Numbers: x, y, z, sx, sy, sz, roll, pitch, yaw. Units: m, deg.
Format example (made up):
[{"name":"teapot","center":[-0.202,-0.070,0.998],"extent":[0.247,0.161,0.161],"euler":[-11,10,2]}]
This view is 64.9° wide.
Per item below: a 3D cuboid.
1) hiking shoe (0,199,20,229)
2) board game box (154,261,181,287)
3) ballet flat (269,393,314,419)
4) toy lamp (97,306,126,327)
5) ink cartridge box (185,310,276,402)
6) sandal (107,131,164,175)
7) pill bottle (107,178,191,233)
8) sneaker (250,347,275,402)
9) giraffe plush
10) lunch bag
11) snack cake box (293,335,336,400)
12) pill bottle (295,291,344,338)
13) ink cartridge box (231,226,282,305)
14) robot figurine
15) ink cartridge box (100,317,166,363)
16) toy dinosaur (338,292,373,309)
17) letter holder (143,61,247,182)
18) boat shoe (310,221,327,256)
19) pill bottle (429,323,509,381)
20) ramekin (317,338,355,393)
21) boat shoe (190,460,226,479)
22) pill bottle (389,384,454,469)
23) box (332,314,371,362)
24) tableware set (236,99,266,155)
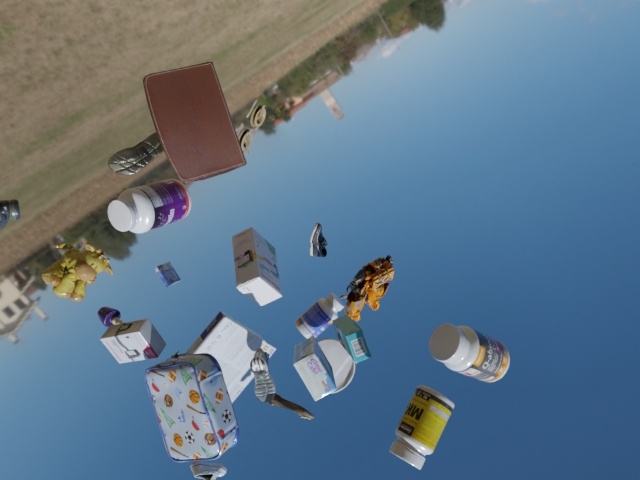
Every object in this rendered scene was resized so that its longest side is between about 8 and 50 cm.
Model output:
[{"name":"hiking shoe","center":[-1.007,-0.082,1.521],"extent":[0.227,0.086,0.114],"euler":[-16,170,36]},{"name":"board game box","center":[-0.601,0.133,1.981],"extent":[0.020,0.090,0.090],"euler":[-31,-178,18]},{"name":"ballet flat","center":[-0.142,0.775,2.326],"extent":[0.250,0.084,0.058],"euler":[19,-116,22]},{"name":"toy lamp","center":[-0.751,0.333,1.929],"extent":[0.274,0.080,0.080],"euler":[23,-129,26]},{"name":"ink cartridge box","center":[-0.404,0.505,2.144],"extent":[0.324,0.330,0.071],"euler":[-50,-142,-3]},{"name":"sandal","center":[-0.611,-0.296,1.701],"extent":[0.219,0.090,0.060],"euler":[-40,-155,-12]},{"name":"pill bottle","center":[-0.686,-0.136,2.033],"extent":[0.181,0.181,0.323],"euler":[-25,-176,32]},{"name":"sneaker","center":[-0.227,0.535,2.048],"extent":[0.086,0.229,0.132],"euler":[-5,-155,3]},{"name":"giraffe plush","center":[-0.804,0.092,1.715],"extent":[0.170,0.181,0.210],"euler":[-8,-116,28]},{"name":"lunch bag","center":[-0.371,0.464,1.424],"extent":[0.243,0.303,0.115],"euler":[-16,179,31]},{"name":"snack cake box","center":[-0.023,0.456,1.828],"extent":[0.089,0.152,0.264],"euler":[-29,-177,-1]},{"name":"pill bottle","center":[0.002,0.424,2.846],"extent":[0.272,0.152,0.152],"euler":[-42,-164,7]},{"name":"ink cartridge box","center":[-0.278,0.116,2.203],"extent":[0.117,0.201,0.278],"euler":[-25,-129,15]},{"name":"robot figurine","center":[0.188,0.176,1.884],"extent":[0.211,0.085,0.291],"euler":[-26,150,-30]},{"name":"ink cartridge box","center":[-0.555,0.300,1.492],"extent":[0.150,0.109,0.063],"euler":[-14,-151,21]},{"name":"toy dinosaur","center":[0.180,0.279,2.423],"extent":[0.092,0.183,0.053],"euler":[106,1,-67]},{"name":"letter holder","center":[-0.378,-0.323,1.444],"extent":[0.214,0.302,0.152],"euler":[-23,-170,-27]},{"name":"boat shoe","center":[0.000,0.000,1.883],"extent":[0.206,0.065,0.075],"euler":[95,14,-59]},{"name":"pill bottle","center":[0.523,0.393,1.773],"extent":[0.162,0.278,0.162],"euler":[-33,-136,40]},{"name":"ramekin","center":[0.033,0.631,2.564],"extent":[0.273,0.273,0.127],"euler":[-39,-177,-11]},{"name":"boat shoe","center":[-0.508,1.058,2.285],"extent":[0.083,0.226,0.076],"euler":[-34,-132,15]},{"name":"pill bottle","center":[0.289,0.535,1.447],"extent":[0.208,0.119,0.119],"euler":[-59,-156,-17]},{"name":"box","center":[0.104,0.333,1.733],"extent":[0.060,0.100,0.244],"euler":[-20,-174,-8]},{"name":"tableware set","center":[-0.254,-0.421,1.901],"extent":[0.194,0.039,0.128],"euler":[-63,165,-9]}]
